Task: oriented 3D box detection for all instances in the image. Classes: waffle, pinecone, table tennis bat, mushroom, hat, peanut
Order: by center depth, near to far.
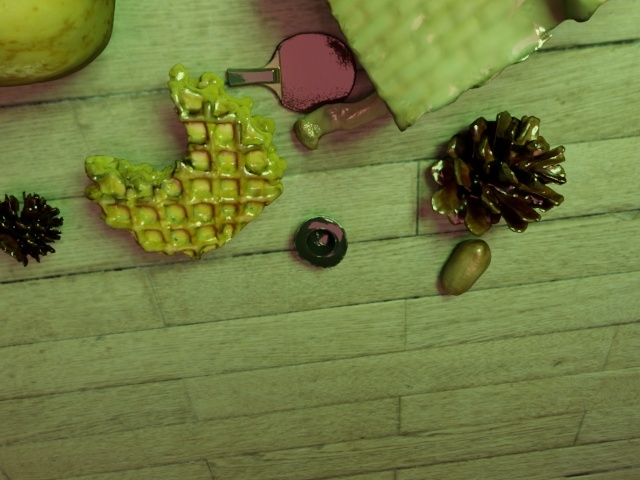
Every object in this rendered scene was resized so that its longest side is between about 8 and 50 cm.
[{"bbox_3d":[-0.047,-0.283,0.727,0.220,0.019,0.131,-4,121,-5],"label":"table tennis bat"},{"bbox_3d":[-0.226,-0.115,0.735,0.324,0.151,0.261,-36,115,19],"label":"waffle"},{"bbox_3d":[0.051,-0.219,0.752,0.201,0.055,0.059,-21,157,-1],"label":"mushroom"},{"bbox_3d":[0.320,-0.117,0.760,0.202,0.201,0.229,15,93,-29],"label":"pinecone"},{"bbox_3d":[-0.537,-0.025,0.772,0.121,0.140,0.140,-47,118,-16],"label":"pinecone"},{"bbox_3d":[0.000,0.000,0.877,0.121,0.050,0.121,-1,116,-2],"label":"hat"},{"bbox_3d":[0.315,0.060,0.929,0.076,0.076,0.152,15,123,-14],"label":"peanut"}]

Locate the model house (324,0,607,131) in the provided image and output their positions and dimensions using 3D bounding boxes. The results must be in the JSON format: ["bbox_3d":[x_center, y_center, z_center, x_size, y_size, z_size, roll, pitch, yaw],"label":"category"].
[{"bbox_3d":[0.194,-0.426,0.505,0.445,0.395,0.400,-29,104,31],"label":"model house"}]

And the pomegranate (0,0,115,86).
[{"bbox_3d":[-0.389,-0.351,0.492,0.341,0.343,0.343,-2,120,-4],"label":"pomegranate"}]
